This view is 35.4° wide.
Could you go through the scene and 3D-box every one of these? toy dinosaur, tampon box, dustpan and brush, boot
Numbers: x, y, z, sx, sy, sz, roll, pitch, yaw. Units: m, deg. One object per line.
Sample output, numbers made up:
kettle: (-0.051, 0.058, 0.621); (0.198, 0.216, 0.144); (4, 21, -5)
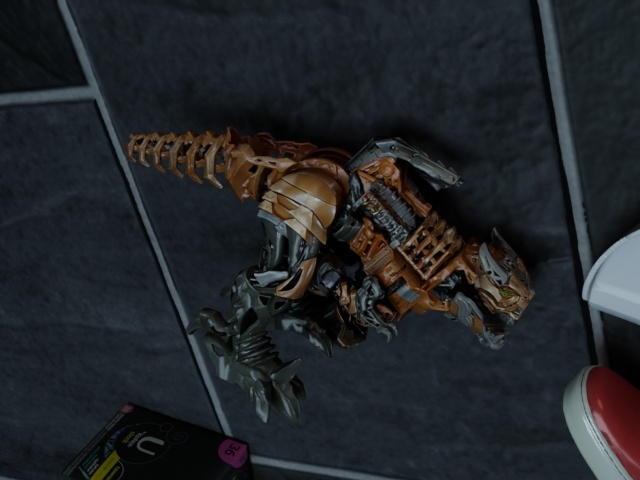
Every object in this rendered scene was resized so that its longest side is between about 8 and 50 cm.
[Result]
toy dinosaur: (0.000, 0.000, 0.788); (0.322, 0.164, 0.218); (39, 121, 28)
tampon box: (-0.169, 0.268, 1.068); (0.161, 0.120, 0.101); (12, 127, 25)
dustpan and brush: (0.258, 0.005, 0.653); (0.147, 0.060, 0.211); (21, 130, 19)
boot: (0.308, 0.154, 0.714); (0.244, 0.088, 0.176); (42, 134, -11)
